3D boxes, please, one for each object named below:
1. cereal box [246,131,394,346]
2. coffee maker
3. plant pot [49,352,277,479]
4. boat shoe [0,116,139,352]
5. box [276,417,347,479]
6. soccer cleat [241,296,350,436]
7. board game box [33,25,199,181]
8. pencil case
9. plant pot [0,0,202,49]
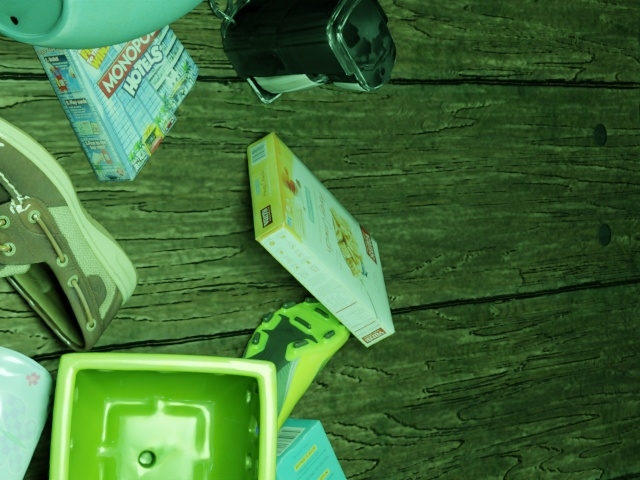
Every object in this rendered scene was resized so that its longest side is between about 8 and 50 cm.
[{"bbox_3d":[0.000,0.000,2.226,0.240,0.047,0.173,44,24,-38],"label":"cereal box"},{"bbox_3d":[-0.023,-0.244,2.167,0.171,0.178,0.120,30,66,-44],"label":"coffee maker"},{"bbox_3d":[-0.172,0.231,1.926,0.228,0.207,0.227,3,87,-9],"label":"plant pot"},{"bbox_3d":[-0.320,-0.010,1.880,0.342,0.123,0.123,54,51,-40],"label":"boat shoe"},{"bbox_3d":[-0.005,0.348,2.261,0.100,0.060,0.244,-44,120,-39],"label":"box"},{"bbox_3d":[-0.059,0.174,2.207,0.289,0.093,0.121,-45,152,-44],"label":"soccer cleat"},{"bbox_3d":[-0.231,-0.201,2.023,0.194,0.060,0.194,55,52,-33],"label":"board game box"},{"bbox_3d":[-0.364,0.236,1.824,0.124,0.113,0.273,37,62,-33],"label":"pencil case"},{"bbox_3d":[-0.255,-0.304,1.809,0.195,0.290,0.290,-54,127,-43],"label":"plant pot"}]
